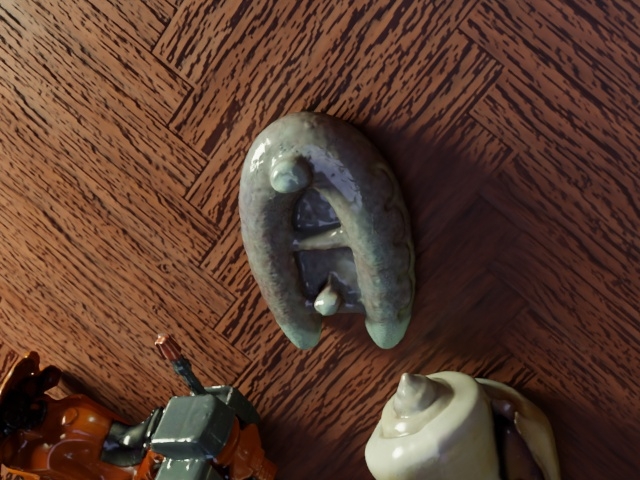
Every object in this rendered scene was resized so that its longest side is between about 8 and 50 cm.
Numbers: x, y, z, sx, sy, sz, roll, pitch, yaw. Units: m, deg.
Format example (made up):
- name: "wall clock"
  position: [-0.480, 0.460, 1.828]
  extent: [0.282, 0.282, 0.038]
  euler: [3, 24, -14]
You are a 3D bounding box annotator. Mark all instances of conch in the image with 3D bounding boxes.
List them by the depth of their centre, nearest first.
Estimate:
- name: "conch"
  position: [0.132, 0.201, 0.991]
  extent: [0.158, 0.127, 0.255]
  euler: [-27, 128, 1]

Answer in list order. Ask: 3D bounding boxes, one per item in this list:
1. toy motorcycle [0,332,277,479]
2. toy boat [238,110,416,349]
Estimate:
- name: "toy motorcycle"
  position: [-0.213, 0.206, 1.111]
  extent: [0.326, 0.147, 0.221]
  euler: [-7, 133, 27]
- name: "toy boat"
  position: [0.000, 0.000, 0.950]
  extent: [0.155, 0.085, 0.227]
  euler: [-1, 113, 23]
